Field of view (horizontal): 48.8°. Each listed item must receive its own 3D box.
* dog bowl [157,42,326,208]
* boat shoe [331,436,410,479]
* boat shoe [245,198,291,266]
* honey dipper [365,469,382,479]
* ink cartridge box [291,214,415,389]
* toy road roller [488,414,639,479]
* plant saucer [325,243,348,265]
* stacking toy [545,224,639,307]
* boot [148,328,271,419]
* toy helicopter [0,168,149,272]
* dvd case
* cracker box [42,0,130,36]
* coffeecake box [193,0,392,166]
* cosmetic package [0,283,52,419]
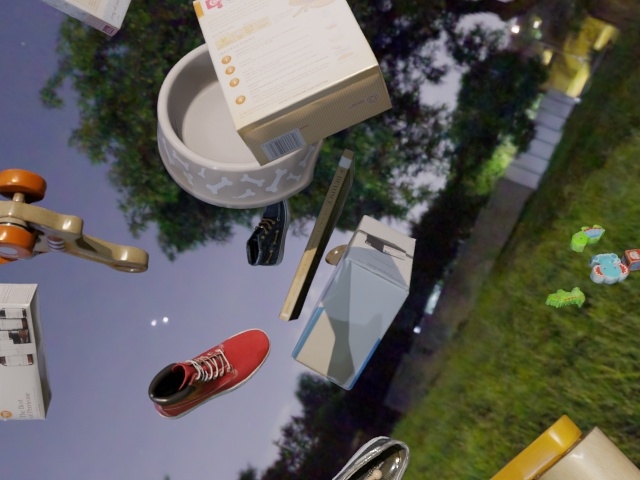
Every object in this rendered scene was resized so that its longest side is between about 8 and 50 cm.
[{"bbox_3d":[-0.141,-0.235,1.313,0.102,0.349,0.349,89,-154,-64],"label":"dog bowl"},{"bbox_3d":[0.040,0.481,1.266,0.335,0.121,0.119,-50,-7,-26],"label":"boat shoe"},{"bbox_3d":[-0.121,-0.028,1.620,0.083,0.065,0.183,-3,-80,-50],"label":"boat shoe"},{"bbox_3d":[0.049,0.442,1.222,0.160,0.030,0.030,-25,-39,-39],"label":"honey dipper"},{"bbox_3d":[0.073,0.105,1.355,0.223,0.129,0.307,-63,-1,19],"label":"ink cartridge box"},{"bbox_3d":[0.355,0.406,1.046,0.240,0.202,0.329,-9,-38,-54],"label":"toy road roller"},{"bbox_3d":[0.053,0.041,1.828,0.083,0.083,0.015,-57,-47,-42],"label":"plant saucer"},{"bbox_3d":[0.457,0.041,1.033,0.167,0.221,0.052,85,177,-50],"label":"stacking toy"},{"bbox_3d":[-0.190,0.225,1.261,0.244,0.088,0.176,-32,-16,-19],"label":"boot"},{"bbox_3d":[-0.499,0.008,1.354,0.355,0.235,0.140,22,-121,-40],"label":"toy helicopter"},{"bbox_3d":[0.000,0.000,0.926,0.164,0.018,0.221,64,-134,-84],"label":"dvd case"},{"bbox_3d":[-0.483,-0.529,1.384,0.067,0.232,0.156,-2,68,59],"label":"cracker box"},{"bbox_3d":[-0.032,-0.187,0.701,0.068,0.142,0.185,57,-169,-59],"label":"coffeecake box"},{"bbox_3d":[-0.490,0.180,1.112,0.060,0.099,0.239,-100,14,-57],"label":"cosmetic package"}]
